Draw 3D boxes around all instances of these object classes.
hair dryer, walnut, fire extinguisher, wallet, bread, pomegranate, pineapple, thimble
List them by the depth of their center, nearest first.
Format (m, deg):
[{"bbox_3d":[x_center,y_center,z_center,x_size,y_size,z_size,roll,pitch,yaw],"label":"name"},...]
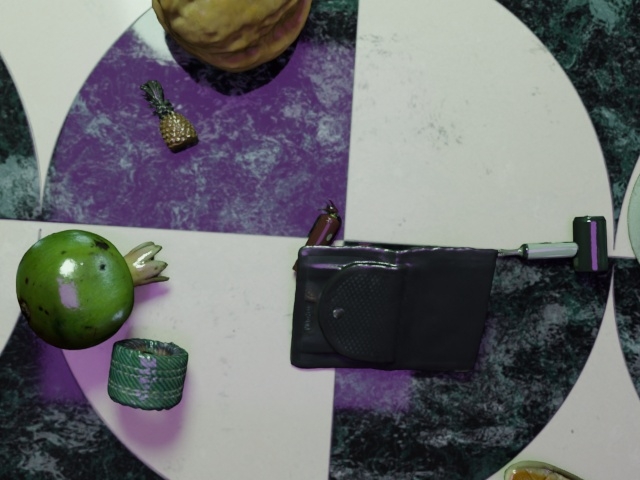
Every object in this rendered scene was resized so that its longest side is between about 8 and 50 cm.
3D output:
[{"bbox_3d":[-0.125,-0.388,1.012,0.257,0.224,0.257,-1,94,-15],"label":"walnut"},{"bbox_3d":[-0.344,0.065,1.030,0.225,0.187,0.187,-19,94,-34],"label":"pomegranate"},{"bbox_3d":[-0.270,0.206,1.051,0.118,0.135,0.090,11,91,-12],"label":"thimble"},{"bbox_3d":[-0.247,-0.209,1.087,0.058,0.058,0.124,-26,90,-6],"label":"pineapple"},{"bbox_3d":[0.115,0.115,1.105,0.322,0.041,0.247,1,118,-5],"label":"wallet"},{"bbox_3d":[0.000,0.000,1.132,0.056,0.039,0.132,32,86,-40],"label":"fire extinguisher"},{"bbox_3d":[0.407,0.011,1.186,0.197,0.057,0.100,-4,90,-2],"label":"hair dryer"},{"bbox_3d":[0.417,0.437,1.193,0.214,0.053,0.073,22,92,-11],"label":"bread"}]

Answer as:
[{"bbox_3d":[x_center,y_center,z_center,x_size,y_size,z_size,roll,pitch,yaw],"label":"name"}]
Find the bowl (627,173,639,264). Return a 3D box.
[{"bbox_3d":[0.722,-0.040,1.177,0.313,0.146,0.313,0,91,-9],"label":"bowl"}]

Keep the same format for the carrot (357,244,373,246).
[{"bbox_3d":[0.142,0.071,1.141,0.225,0.067,0.067,28,88,-10],"label":"carrot"}]
